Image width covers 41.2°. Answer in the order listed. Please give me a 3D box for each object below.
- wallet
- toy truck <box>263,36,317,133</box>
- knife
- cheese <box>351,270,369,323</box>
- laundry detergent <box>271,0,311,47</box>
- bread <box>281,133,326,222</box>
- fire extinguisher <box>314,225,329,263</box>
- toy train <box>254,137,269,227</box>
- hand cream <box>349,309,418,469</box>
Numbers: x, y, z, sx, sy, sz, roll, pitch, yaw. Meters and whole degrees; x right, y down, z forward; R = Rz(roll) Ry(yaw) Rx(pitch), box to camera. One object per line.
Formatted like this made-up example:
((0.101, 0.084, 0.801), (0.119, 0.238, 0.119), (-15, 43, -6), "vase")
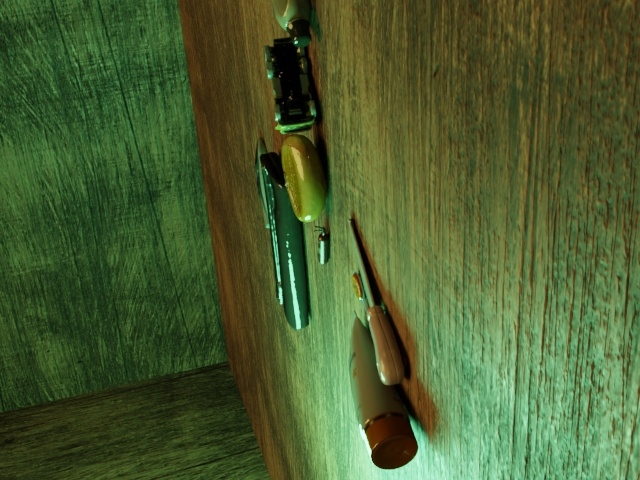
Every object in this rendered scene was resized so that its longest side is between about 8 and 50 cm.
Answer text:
((-0.091, 0.001, 2.129), (0.228, 0.062, 0.406), (-125, 27, -60), "wallet")
((-0.063, -0.308, 1.720), (0.116, 0.085, 0.191), (96, 164, -78), "toy truck")
((0.096, 0.107, 1.538), (0.081, 0.043, 0.336), (83, 175, -56), "knife")
((0.079, 0.106, 1.611), (0.047, 0.017, 0.111), (97, 158, -61), "cheese")
((-0.063, -0.466, 1.616), (0.099, 0.070, 0.226), (110, 148, -64), "laundry detergent")
((-0.029, -0.131, 1.744), (0.114, 0.077, 0.189), (20, 128, 53), "bread")
((0.006, 0.000, 1.820), (0.046, 0.032, 0.100), (-65, -19, -47), "fire extinguisher")
((-0.151, -0.159, 2.286), (0.055, 0.048, 0.252), (123, 135, -68), "toy train")
((0.097, 0.266, 1.550), (0.314, 0.089, 0.140), (-108, 14, -58), "hand cream")
